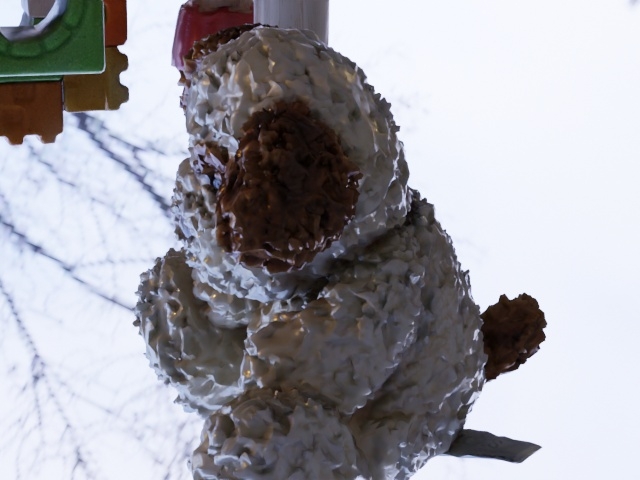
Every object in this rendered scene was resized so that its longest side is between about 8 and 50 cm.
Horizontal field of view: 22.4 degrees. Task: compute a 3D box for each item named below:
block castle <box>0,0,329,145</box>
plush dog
[{"bbox_3d":[-0.230,-0.146,1.178,0.453,0.213,0.303,-4,-162,-16],"label":"block castle"},{"bbox_3d":[0.000,0.000,0.817,0.210,0.225,0.262,-21,-153,-6],"label":"plush dog"}]
